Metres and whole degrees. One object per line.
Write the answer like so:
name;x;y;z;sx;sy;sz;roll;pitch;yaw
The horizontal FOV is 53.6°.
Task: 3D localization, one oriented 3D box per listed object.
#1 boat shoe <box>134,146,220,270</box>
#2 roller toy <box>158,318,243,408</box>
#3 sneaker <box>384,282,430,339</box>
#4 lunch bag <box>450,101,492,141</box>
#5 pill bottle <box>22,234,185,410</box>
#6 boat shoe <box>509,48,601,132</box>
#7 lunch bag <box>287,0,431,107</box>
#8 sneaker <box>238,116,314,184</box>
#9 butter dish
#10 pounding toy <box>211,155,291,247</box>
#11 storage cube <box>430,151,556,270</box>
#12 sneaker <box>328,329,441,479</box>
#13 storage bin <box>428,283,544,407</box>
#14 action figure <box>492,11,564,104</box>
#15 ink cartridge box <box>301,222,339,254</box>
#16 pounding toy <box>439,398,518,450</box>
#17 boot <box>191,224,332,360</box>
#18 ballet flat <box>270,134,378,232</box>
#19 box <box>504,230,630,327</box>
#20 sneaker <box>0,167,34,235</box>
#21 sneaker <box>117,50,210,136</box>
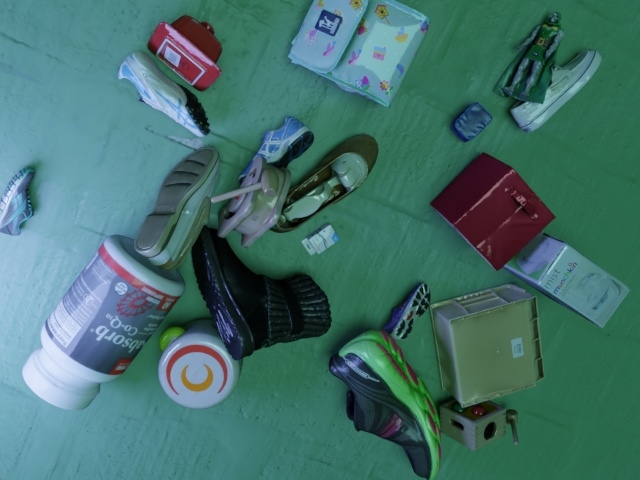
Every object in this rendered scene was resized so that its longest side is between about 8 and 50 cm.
boat shoe;-0.307;-0.074;1.435;0.302;0.113;0.103;-62;141;-22
roller toy;-0.285;0.297;1.534;0.191;0.146;0.209;-1;102;-1
sneaker;0.225;0.179;1.667;0.170;0.071;0.068;-52;128;-13
lunch bag;0.379;-0.298;1.585;0.098;0.065;0.067;-43;93;1
pill bottle;-0.490;0.186;1.428;0.210;0.210;0.363;36;94;-18
boat shoe;0.589;-0.396;1.598;0.267;0.096;0.088;-44;105;6
lunch bag;0.083;-0.454;1.434;0.262;0.160;0.223;25;103;-8
sneaker;-0.113;-0.206;1.500;0.211;0.080;0.081;-38;68;8
butter dish;-0.275;-0.426;1.379;0.160;0.160;0.118;38;70;-19
pounding toy;-0.169;-0.110;1.414;0.154;0.269;0.154;24;52;-25
storage cube;0.422;-0.075;1.576;0.193;0.215;0.183;-45;109;7
sneaker;0.181;0.444;1.685;0.202;0.185;0.483;-23;110;20
storage bin;0.453;0.278;1.710;0.260;0.123;0.262;-14;105;-10
action figure;0.536;-0.461;1.566;0.232;0.137;0.063;-63;150;-2
ink cartridge box;0.000;0.000;1.589;0.083;0.028;0.048;-35;108;-2
pounding toy;0.463;0.483;1.728;0.206;0.181;0.094;-13;107;-33
boot;-0.145;0.100;1.518;0.260;0.131;0.348;-16;76;-31
ballet flat;0.012;-0.128;1.511;0.342;0.124;0.116;-34;108;-3
box;0.602;0.078;1.622;0.231;0.262;0.127;31;95;-18
sneaker;-0.670;-0.083;1.410;0.076;0.065;0.166;27;100;-34
sneaker;-0.345;-0.317;1.416;0.086;0.085;0.237;-36;114;25
